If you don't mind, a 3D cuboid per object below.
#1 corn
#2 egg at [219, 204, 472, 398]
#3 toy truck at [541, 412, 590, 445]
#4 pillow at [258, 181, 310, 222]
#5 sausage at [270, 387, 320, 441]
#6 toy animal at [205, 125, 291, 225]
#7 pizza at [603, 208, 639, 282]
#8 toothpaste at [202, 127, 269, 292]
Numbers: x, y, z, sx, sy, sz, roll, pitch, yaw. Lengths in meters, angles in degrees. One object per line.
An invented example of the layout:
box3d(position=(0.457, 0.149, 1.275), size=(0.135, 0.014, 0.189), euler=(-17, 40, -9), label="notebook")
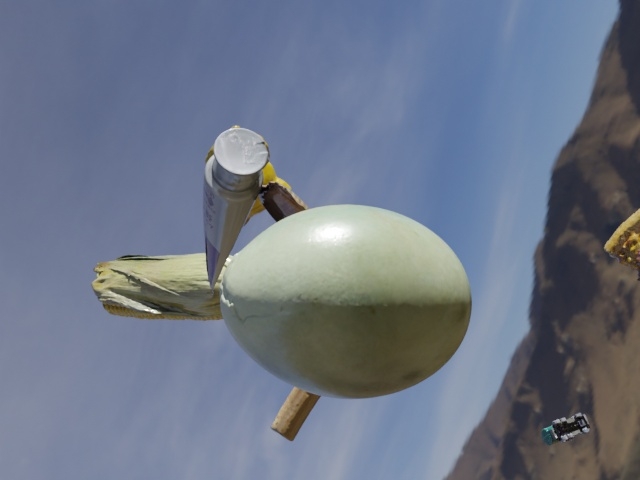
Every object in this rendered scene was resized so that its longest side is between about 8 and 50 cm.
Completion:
box3d(position=(-0.268, 0.079, 1.605), size=(0.122, 0.305, 0.123), euler=(27, -117, -62), label="corn")
box3d(position=(0.016, 0.035, 0.533), size=(0.114, 0.152, 0.114), euler=(-172, 90, -70), label="egg")
box3d(position=(0.423, 0.328, 1.569), size=(0.083, 0.039, 0.044), euler=(-10, -22, -33), label="toy truck")
box3d(position=(0.000, 0.001, 1.156), size=(0.034, 0.211, 0.135), euler=(-49, 12, -13), label="pillow")
box3d(position=(0.000, 0.285, 1.908), size=(0.301, 0.066, 0.066), euler=(-54, -21, -7), label="sausage")
box3d(position=(-0.162, -0.141, 1.879), size=(0.156, 0.229, 0.156), euler=(-13, -41, -12), label="toy animal")
box3d(position=(0.716, 0.024, 1.727), size=(0.114, 0.409, 0.277), euler=(8, -96, -32), label="pizza")
box3d(position=(-0.127, -0.040, 1.188), size=(0.299, 0.073, 0.114), euler=(118, 148, -60), label="toothpaste")
